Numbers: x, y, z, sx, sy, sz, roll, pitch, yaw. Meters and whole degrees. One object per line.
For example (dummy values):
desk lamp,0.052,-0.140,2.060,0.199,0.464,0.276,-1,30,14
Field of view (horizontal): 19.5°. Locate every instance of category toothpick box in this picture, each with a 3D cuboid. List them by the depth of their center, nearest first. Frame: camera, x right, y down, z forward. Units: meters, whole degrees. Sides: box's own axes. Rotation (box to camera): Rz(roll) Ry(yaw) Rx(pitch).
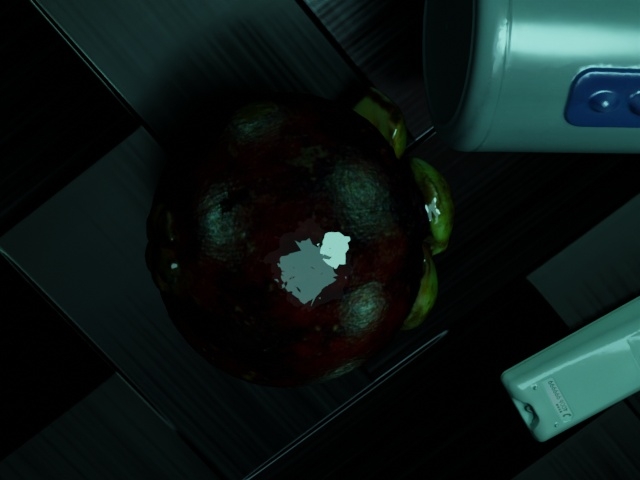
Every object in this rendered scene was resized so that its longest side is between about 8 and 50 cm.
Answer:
toothpick box,0.293,-0.189,1.777,0.355,0.263,0.263,1,114,-11

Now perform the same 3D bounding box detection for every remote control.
remote control,0.347,0.121,2.043,0.293,0.051,0.103,-28,116,6

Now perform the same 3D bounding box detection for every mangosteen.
mangosteen,-0.019,-0.001,1.810,0.311,0.311,0.311,-3,115,-7
